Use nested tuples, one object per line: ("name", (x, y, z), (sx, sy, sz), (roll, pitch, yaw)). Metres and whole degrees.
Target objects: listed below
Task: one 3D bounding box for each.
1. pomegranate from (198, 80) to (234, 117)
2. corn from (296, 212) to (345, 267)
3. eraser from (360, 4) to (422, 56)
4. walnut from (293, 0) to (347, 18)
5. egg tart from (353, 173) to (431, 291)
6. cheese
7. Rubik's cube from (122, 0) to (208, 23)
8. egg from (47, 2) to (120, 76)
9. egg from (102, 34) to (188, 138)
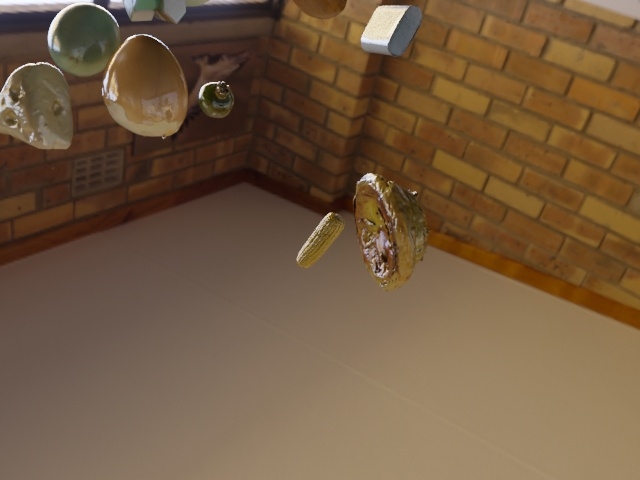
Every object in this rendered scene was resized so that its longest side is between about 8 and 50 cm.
("pomegranate", (-0.318, -0.446, 2.036), (0.115, 0.142, 0.114), (9, -109, -26))
("corn", (0.000, 0.000, 1.976), (0.072, 0.203, 0.072), (32, -158, -15))
("eraser", (0.236, -0.709, 2.203), (0.081, 0.174, 0.227), (27, -173, -28))
("walnut", (-0.035, -0.862, 2.105), (0.336, 0.209, 0.209), (36, -170, -45))
("egg tart", (0.167, -0.023, 1.524), (0.115, 0.290, 0.290), (-10, -143, -15))
("cheese", (-0.878, -0.414, 1.967), (0.251, 0.247, 0.174), (13, -168, 22))
("Rubik's cube", (-0.390, -0.683, 1.661), (0.213, 0.224, 0.265), (-15, -103, -35))
("egg", (-0.601, -0.510, 1.663), (0.168, 0.168, 0.231), (12, -139, -5))
("egg", (-0.421, -0.370, 1.574), (0.201, 0.244, 0.201), (-1, -177, 0))
